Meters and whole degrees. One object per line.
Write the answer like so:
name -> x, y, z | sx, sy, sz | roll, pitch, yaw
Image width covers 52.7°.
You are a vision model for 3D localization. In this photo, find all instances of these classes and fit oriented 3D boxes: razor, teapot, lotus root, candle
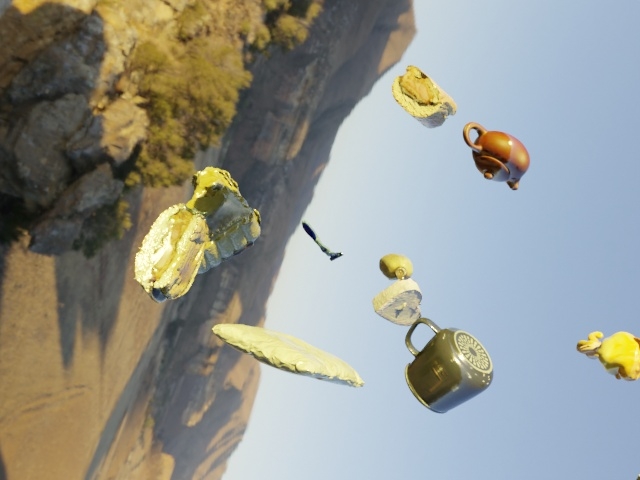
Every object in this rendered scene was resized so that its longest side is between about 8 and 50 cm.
razor -> 0.000, 0.003, 1.729 | 0.044, 0.154, 0.028 | -27, -148, 27
teapot -> 0.509, -0.247, 1.909 | 0.135, 0.252, 0.178 | -58, -162, -20
lotus root -> 0.229, 0.079, 1.934 | 0.183, 0.091, 0.077 | -132, -140, -82
candle -> 0.267, 0.220, 2.244 | 0.068, 0.169, 0.192 | -102, -172, -48

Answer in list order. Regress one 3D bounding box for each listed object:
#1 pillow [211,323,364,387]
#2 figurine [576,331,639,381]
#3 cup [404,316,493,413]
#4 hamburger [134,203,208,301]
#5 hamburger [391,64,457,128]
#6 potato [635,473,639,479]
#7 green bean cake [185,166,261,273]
pillow -> -0.068, 0.256, 1.463 | 0.281, 0.275, 0.076 | 32, 76, -58
figurine -> 0.818, 0.315, 1.807 | 0.246, 0.156, 0.131 | -174, -85, -74
cup -> 0.287, 0.292, 1.542 | 0.176, 0.223, 0.169 | -50, 165, 31
hamburger -> -0.426, 0.049, 1.876 | 0.211, 0.133, 0.308 | 93, 14, -61
hamburger -> 0.440, -0.557, 2.631 | 0.162, 0.209, 0.330 | -47, -140, 14
potato -> 0.797, 0.635, 1.511 | 0.149, 0.081, 0.120 | -119, -149, -52
green bean cake -> -0.383, -0.080, 2.121 | 0.310, 0.285, 0.202 | -34, 155, -15
